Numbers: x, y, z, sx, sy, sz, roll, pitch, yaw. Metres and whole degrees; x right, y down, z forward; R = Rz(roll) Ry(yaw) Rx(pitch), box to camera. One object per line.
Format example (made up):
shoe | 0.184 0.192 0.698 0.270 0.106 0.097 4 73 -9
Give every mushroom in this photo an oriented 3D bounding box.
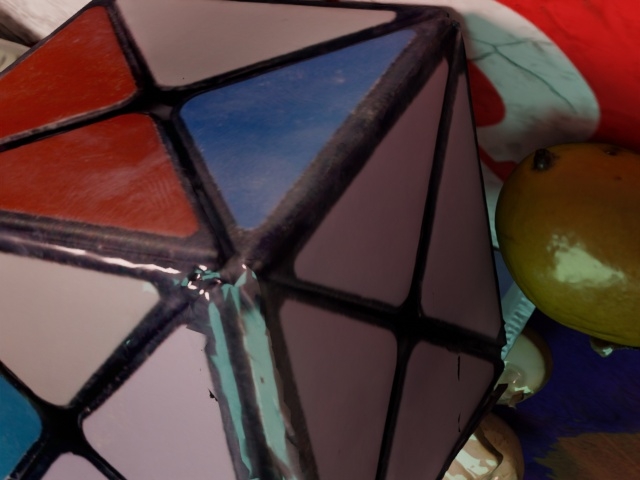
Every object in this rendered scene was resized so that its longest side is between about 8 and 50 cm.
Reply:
mushroom | 0.108 0.147 1.345 0.286 0.151 0.156 -37 86 30
mushroom | 0.143 0.229 1.538 0.148 0.112 0.148 10 155 4

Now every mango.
mango | 0.224 0.013 1.004 0.227 0.109 0.147 26 134 -11

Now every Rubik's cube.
Rubik's cube | -0.076 0.039 0.957 0.307 0.305 0.310 7 129 29

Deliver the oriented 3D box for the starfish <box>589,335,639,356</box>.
starfish | 0.275 0.082 1.116 0.213 0.057 0.238 14 -170 -25

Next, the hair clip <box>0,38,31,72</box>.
hair clip | -0.289 -0.113 1.175 0.172 0.113 0.282 8 167 31

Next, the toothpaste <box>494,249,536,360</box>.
toothpaste | 0.000 0.000 1.196 0.371 0.125 0.080 25 -158 -8
